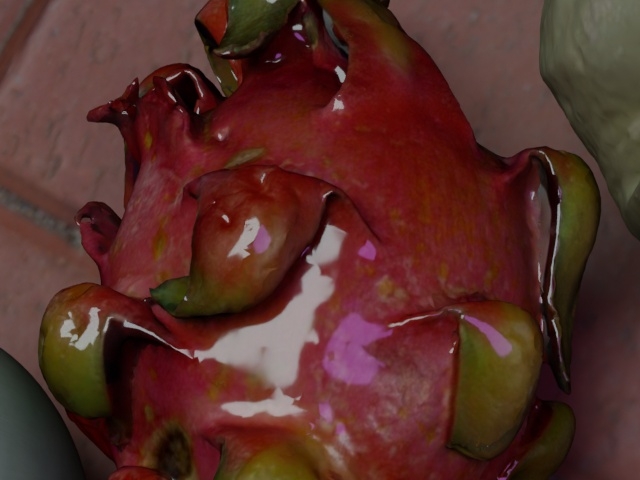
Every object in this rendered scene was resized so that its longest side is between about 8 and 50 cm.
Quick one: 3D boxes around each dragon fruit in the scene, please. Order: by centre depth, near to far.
[{"bbox_3d":[-0.013,0.013,0.762,0.243,0.227,0.307,-44,51,2],"label":"dragon fruit"}]

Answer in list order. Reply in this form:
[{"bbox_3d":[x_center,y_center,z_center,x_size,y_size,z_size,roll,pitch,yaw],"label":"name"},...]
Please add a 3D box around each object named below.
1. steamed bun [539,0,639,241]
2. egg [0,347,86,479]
[{"bbox_3d":[0.233,-0.059,0.665,0.320,0.275,0.206,-1,79,64],"label":"steamed bun"},{"bbox_3d":[-0.234,0.210,0.790,0.230,0.230,0.371,19,86,30],"label":"egg"}]
